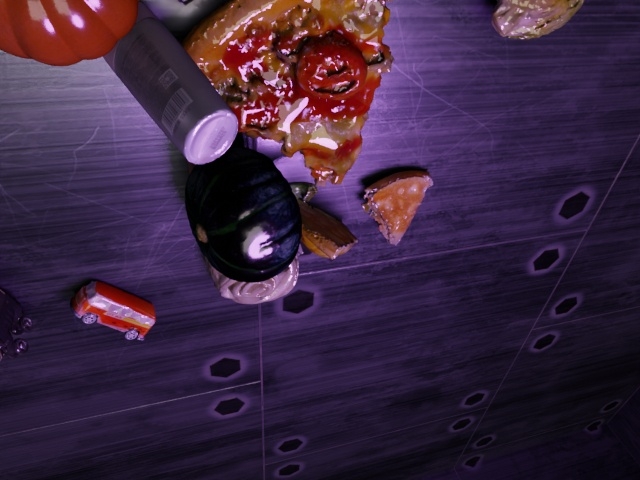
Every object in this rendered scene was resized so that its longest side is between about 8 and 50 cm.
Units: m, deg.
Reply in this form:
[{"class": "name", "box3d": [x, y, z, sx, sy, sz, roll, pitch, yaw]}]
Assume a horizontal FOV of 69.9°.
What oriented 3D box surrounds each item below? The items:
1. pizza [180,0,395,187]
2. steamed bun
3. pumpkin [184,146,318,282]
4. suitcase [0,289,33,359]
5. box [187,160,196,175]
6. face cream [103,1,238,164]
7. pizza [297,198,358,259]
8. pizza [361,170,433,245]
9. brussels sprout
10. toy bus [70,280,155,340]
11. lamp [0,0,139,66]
[{"class": "pizza", "box3d": [-0.003, -0.251, 0.798, 0.440, 0.130, 0.406, -28, 131, 4]}, {"class": "steamed bun", "box3d": [-0.137, 0.064, 1.003, 0.211, 0.144, 0.217, -13, 133, -11]}, {"class": "pumpkin", "box3d": [-0.114, -0.055, 0.836, 0.248, 0.248, 0.247, -11, 132, -12]}, {"class": "suitcase", "box3d": [-0.759, 0.114, 0.777, 0.283, 0.194, 0.433, -22, 132, -2]}, {"class": "box", "box3d": [-0.229, -0.132, 0.881, 0.048, 0.025, 0.115, -5, 131, -16]}, {"class": "face cream", "box3d": [-0.219, -0.226, 0.644, 0.107, 0.269, 0.073, -48, 157, 16]}, {"class": "pizza", "box3d": [0.003, -0.001, 0.973, 0.188, 0.204, 0.080, 22, 108, -41]}, {"class": "pizza", "box3d": [0.173, -0.073, 1.070, 0.185, 0.052, 0.195, -14, 129, -19]}, {"class": "brussels sprout", "box3d": [0.377, -0.435, 0.809, 0.181, 0.100, 0.139, -28, 123, 6]}, {"class": "toy bus", "box3d": [-0.450, 0.151, 1.009, 0.077, 0.079, 0.174, -46, 129, 8]}, {"class": "lamp", "box3d": [-0.332, -0.328, 0.555, 0.224, 0.196, 0.223, 0, 94, -7]}]
